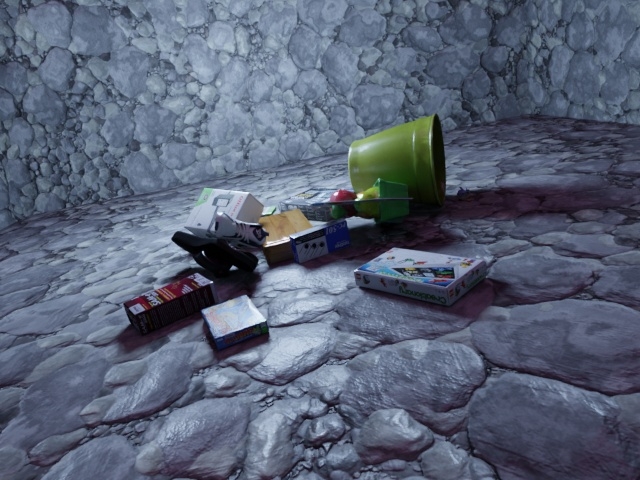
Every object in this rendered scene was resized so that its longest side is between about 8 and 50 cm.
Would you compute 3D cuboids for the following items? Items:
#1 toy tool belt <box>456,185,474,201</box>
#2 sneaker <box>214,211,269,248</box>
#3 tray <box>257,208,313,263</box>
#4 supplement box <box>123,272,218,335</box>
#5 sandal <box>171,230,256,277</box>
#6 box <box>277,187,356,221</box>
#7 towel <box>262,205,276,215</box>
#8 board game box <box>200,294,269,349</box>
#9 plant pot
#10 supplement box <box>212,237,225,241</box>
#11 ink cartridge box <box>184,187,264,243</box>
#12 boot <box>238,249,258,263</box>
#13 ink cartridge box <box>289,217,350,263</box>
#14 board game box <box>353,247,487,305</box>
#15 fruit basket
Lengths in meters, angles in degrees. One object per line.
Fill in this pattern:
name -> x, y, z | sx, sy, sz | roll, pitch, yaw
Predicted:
toy tool belt -> 0.590, -0.191, 1.960 | 0.052, 0.051, 0.083 | -14, 19, -9
sneaker -> -0.256, -0.032, 1.621 | 0.153, 0.235, 0.093 | -2, 64, 8
tray -> -0.140, -0.029, 1.879 | 0.203, 0.076, 0.411 | -14, 18, -9
supplement box -> -0.443, 0.184, 1.428 | 0.240, 0.073, 0.130 | -24, 23, -31
sandal -> -0.381, 0.065, 1.669 | 0.446, 0.167, 0.106 | 9, 64, 45
box -> -0.005, -0.170, 2.203 | 0.308, 0.076, 0.243 | 9, 27, 45
towel -> -0.302, -0.136, 2.374 | 0.152, 0.023, 0.113 | -5, 22, 11
board game box -> -0.232, 0.213, 1.279 | 0.136, 0.035, 0.201 | -18, 20, -20
plant pot -> 0.312, -0.313, 1.971 | 0.354, 0.365, 0.366 | -2, 21, 21
supplement box -> -0.413, 0.025, 1.904 | 0.083, 0.054, 0.043 | 5, 26, 41
ink cartridge box -> -0.394, -0.097, 1.960 | 0.273, 0.115, 0.198 | 9, 67, 36
boot -> -0.270, 0.057, 1.758 | 0.107, 0.037, 0.114 | 25, -4, 0
ink cartridge box -> 0.000, 0.000, 1.671 | 0.207, 0.097, 0.046 | -19, 20, -22
board game box -> 0.269, 0.090, 1.320 | 0.193, 0.053, 0.306 | -26, 23, -39
fruit basket -> 0.143, -0.121, 1.776 | 0.354, 0.165, 0.327 | -9, -1, 0
